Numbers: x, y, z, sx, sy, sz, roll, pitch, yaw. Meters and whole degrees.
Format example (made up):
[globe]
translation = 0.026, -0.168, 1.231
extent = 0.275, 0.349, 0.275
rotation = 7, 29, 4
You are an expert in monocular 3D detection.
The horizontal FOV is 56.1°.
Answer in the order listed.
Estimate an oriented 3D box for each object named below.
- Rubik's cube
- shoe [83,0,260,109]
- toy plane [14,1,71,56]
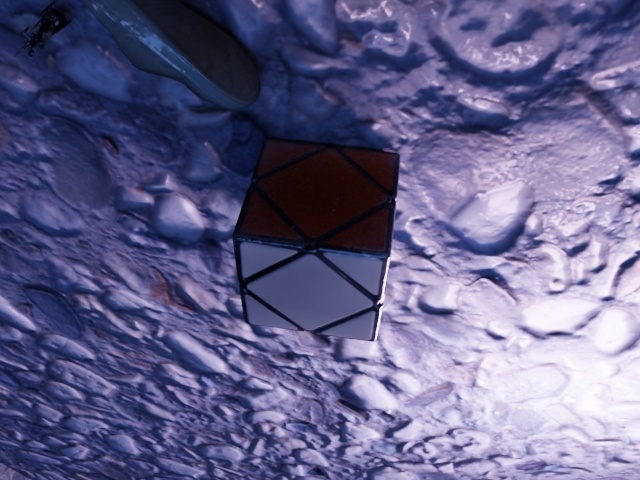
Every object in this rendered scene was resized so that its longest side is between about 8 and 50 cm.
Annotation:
[Rubik's cube]
translation = 0.000, 0.000, 0.873
extent = 0.207, 0.205, 0.205
rotation = 6, 139, 4
[shoe]
translation = -0.191, -0.236, 0.728
extent = 0.251, 0.103, 0.100
rotation = 39, 131, -21
[toy plane]
translation = -0.356, -0.267, 0.767
extent = 0.121, 0.049, 0.031
rotation = -7, 138, 45
